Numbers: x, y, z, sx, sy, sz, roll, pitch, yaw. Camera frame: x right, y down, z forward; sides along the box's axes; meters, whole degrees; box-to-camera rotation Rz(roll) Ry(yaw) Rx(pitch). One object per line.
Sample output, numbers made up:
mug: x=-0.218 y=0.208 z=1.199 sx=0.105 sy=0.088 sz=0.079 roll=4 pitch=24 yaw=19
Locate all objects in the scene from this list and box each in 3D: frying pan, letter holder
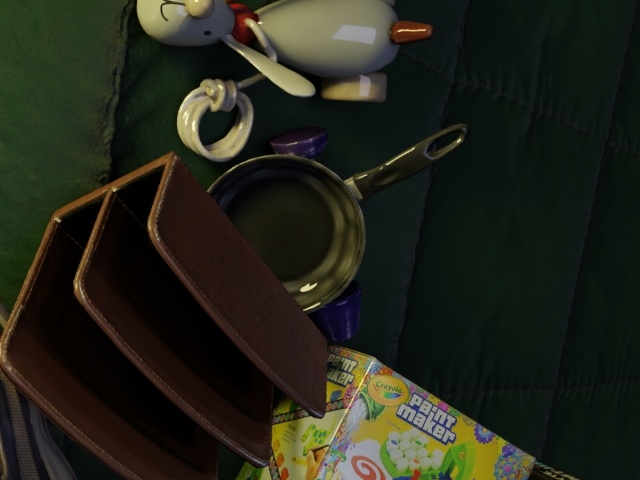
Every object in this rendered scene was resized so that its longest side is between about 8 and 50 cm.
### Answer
frying pan: x=-0.009 y=-0.055 z=0.810 sx=0.197 sy=0.053 sz=0.326 roll=34 pitch=102 yaw=-15
letter holder: x=-0.128 y=0.110 z=0.692 sx=0.301 sy=0.152 sz=0.214 roll=54 pitch=22 yaw=-34

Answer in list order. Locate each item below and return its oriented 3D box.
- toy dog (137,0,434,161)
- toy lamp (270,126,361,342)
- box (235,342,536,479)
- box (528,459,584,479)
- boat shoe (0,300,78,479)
toy dog: x=-0.009 y=-0.228 z=0.779 sx=0.334 sy=0.161 sz=0.220 roll=-30 pitch=114 yaw=-33
toy lamp: x=0.000 y=0.000 z=0.896 sx=0.080 sy=0.080 sz=0.274 roll=-29 pitch=116 yaw=-33
box: x=0.071 y=0.323 z=0.911 sx=0.290 sy=0.177 sz=0.279 roll=35 pitch=76 yaw=-22
box: x=0.285 y=0.477 z=1.103 sx=0.073 sy=0.293 sz=0.295 roll=7 pitch=95 yaw=-43
boat shoe: x=-0.308 y=0.161 z=0.591 sx=0.130 sy=0.132 sz=0.355 roll=-77 pitch=149 yaw=-66
